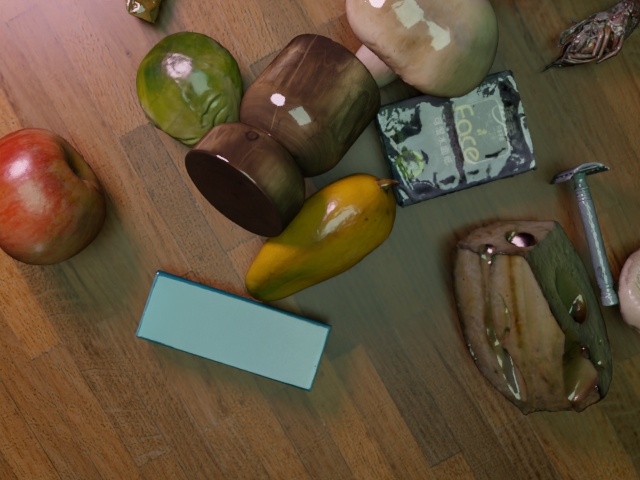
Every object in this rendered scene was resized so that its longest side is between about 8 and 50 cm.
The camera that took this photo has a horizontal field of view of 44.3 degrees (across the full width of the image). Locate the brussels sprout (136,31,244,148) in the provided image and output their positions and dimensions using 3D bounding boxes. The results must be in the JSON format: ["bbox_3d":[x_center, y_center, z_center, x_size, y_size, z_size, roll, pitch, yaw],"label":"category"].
[{"bbox_3d":[-0.197,-0.234,1.227,0.181,0.144,0.161,42,83,-13],"label":"brussels sprout"}]

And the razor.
[{"bbox_3d":[0.445,-0.009,1.278,0.068,0.106,0.232,-14,90,0],"label":"razor"}]

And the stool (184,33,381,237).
[{"bbox_3d":[-0.052,-0.158,1.176,0.179,0.179,0.264,40,67,-5],"label":"stool"}]

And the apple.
[{"bbox_3d":[-0.430,-0.064,1.210,0.164,0.209,0.209,-32,95,5],"label":"apple"}]

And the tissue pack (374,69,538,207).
[{"bbox_3d":[0.217,-0.164,1.283,0.235,0.073,0.173,-15,96,0],"label":"tissue pack"}]

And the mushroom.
[{"bbox_3d":[0.132,-0.319,1.202,0.234,0.254,0.260,-43,52,36],"label":"mushroom"}]

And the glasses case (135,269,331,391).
[{"bbox_3d":[-0.141,0.148,1.304,0.301,0.070,0.117,19,88,-2],"label":"glasses case"}]

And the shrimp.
[{"bbox_3d":[0.442,-0.328,1.281,0.190,0.075,0.073,-30,128,11],"label":"shrimp"}]

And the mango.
[{"bbox_3d":[0.000,0.000,1.243,0.317,0.176,0.119,-36,75,17],"label":"mango"}]

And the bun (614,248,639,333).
[{"bbox_3d":[0.575,0.094,1.304,0.183,0.102,0.183,2,68,-5],"label":"bun"}]

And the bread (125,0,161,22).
[{"bbox_3d":[-0.281,-0.407,1.252,0.066,0.060,0.110,18,96,25],"label":"bread"}]

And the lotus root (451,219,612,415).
[{"bbox_3d":[0.348,0.117,1.290,0.210,0.142,0.314,-10,102,37],"label":"lotus root"}]
